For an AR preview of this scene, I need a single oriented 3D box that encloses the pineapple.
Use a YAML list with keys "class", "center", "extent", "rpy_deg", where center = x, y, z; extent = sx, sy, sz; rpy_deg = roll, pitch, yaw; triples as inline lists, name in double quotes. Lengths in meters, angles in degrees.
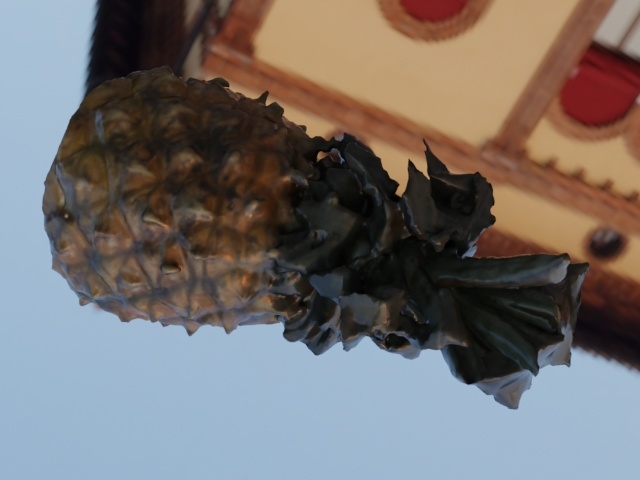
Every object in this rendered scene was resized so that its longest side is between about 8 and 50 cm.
- class: "pineapple"
  center: [0.000, 0.001, 0.728]
  extent: [0.248, 0.128, 0.128]
  rpy_deg: [16, -155, 18]
